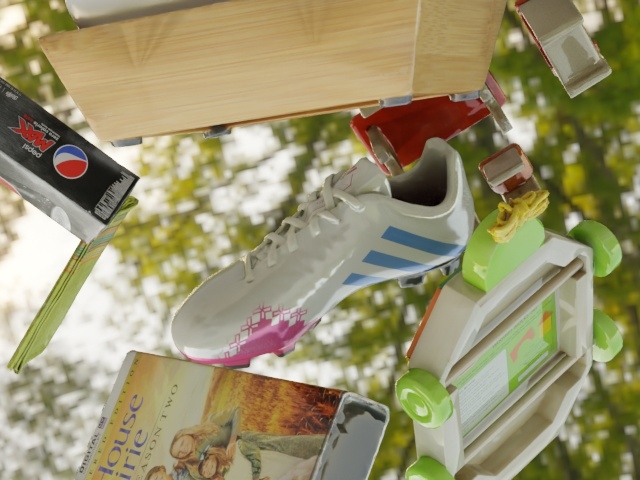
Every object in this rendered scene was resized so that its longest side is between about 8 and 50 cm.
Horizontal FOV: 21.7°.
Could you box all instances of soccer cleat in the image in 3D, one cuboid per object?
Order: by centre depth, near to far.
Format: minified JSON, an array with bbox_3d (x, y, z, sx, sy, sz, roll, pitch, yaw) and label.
[{"bbox_3d":[0.000,0.000,1.564,0.331,0.143,0.116,-24,-141,-26],"label":"soccer cleat"}]

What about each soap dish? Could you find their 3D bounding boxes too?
[{"bbox_3d":[-0.024,-0.145,1.238,0.291,0.118,0.229,-7,-177,21],"label":"soap dish"}]

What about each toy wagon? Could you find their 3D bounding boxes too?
[{"bbox_3d":[0.172,0.084,1.534,0.068,0.344,0.267,29,-127,35],"label":"toy wagon"}]

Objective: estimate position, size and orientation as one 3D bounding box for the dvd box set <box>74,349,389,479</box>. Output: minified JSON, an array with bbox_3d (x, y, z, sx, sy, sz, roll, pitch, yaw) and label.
[{"bbox_3d":[-0.123,0.269,1.599,0.420,0.062,0.307,5,-110,57],"label":"dvd box set"}]

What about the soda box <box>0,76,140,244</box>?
[{"bbox_3d":[-0.233,-0.071,1.337,0.053,0.169,0.060,-59,-168,-27],"label":"soda box"}]

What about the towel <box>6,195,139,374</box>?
[{"bbox_3d":[-0.289,0.052,1.969,0.021,0.237,0.102,36,-160,6],"label":"towel"}]

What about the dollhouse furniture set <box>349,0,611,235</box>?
[{"bbox_3d":[0.157,-0.160,1.720,0.259,0.262,0.135,-31,-148,8],"label":"dollhouse furniture set"}]
